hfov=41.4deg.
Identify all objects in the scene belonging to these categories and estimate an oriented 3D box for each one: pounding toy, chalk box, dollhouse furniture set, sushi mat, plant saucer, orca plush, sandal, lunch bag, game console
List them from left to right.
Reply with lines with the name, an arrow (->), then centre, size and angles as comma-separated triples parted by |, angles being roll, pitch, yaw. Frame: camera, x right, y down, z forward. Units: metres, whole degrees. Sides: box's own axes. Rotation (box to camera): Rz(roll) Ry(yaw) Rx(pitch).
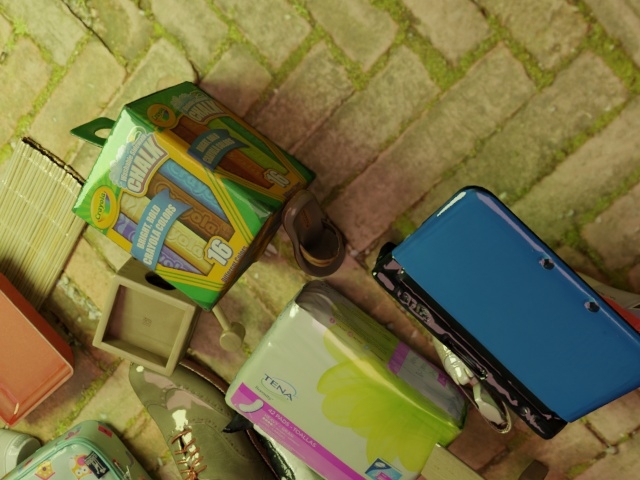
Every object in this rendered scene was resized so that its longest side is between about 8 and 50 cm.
plant saucer -> -0.533, 0.160, 1.396 | 0.258, 0.048, 0.259 | 48, 129, -4
sushi mat -> -0.468, -0.001, 1.343 | 0.151, 0.019, 0.316 | 37, 119, 3
lunch bag -> -0.417, 0.451, 1.410 | 0.279, 0.108, 0.224 | -35, 97, 6
chalk box -> -0.188, -0.084, 1.117 | 0.289, 0.180, 0.179 | 37, 118, 1
pounding toy -> -0.203, 0.100, 1.253 | 0.206, 0.094, 0.181 | 22, 112, 0
orca plush -> -0.035, 0.373, 1.259 | 0.287, 0.151, 0.102 | 37, 112, 4
sandal -> 0.000, 0.000, 1.098 | 0.049, 0.072, 0.180 | 29, 161, 28
dollhouse furniture set -> 0.219, 0.342, 1.177 | 0.123, 0.151, 0.144 | 34, 120, 25
game console -> 0.223, 0.074, 1.019 | 0.293, 0.250, 0.173 | 44, 102, -1

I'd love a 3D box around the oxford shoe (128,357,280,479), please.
oxford shoe -> -0.177, 0.312, 1.301 | 0.348, 0.130, 0.123 | 46, 118, -2

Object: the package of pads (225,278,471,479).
package of pads -> 0.039, 0.222, 1.204 | 0.296, 0.101, 0.229 | 36, 119, 2

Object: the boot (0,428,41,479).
boot -> -0.569, 0.455, 1.534 | 0.123, 0.095, 0.258 | 10, 106, 22

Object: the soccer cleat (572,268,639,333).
soccer cleat -> 0.373, 0.097, 1.035 | 0.248, 0.095, 0.083 | 19, 117, 13

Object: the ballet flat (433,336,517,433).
ballet flat -> 0.213, 0.192, 1.156 | 0.057, 0.052, 0.168 | -39, 94, 28
